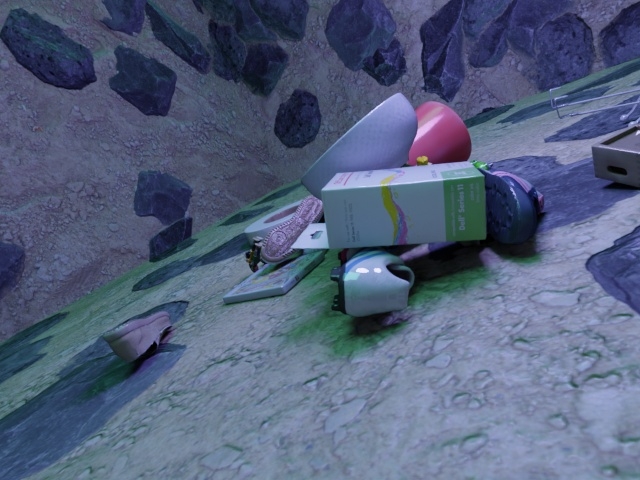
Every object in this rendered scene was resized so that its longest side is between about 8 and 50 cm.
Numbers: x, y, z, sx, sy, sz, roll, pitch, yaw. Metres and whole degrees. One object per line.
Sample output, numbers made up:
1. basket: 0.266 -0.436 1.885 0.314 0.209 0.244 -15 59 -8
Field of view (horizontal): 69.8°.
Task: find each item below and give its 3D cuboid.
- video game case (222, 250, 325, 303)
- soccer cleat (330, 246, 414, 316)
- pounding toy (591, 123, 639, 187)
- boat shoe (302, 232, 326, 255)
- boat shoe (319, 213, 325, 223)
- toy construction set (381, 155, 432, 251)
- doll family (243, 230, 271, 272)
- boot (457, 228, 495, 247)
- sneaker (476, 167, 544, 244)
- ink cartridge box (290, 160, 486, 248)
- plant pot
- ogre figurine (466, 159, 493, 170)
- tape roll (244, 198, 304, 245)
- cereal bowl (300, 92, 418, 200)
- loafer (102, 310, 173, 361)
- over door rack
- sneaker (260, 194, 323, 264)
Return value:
1. video game case: -0.127 0.101 1.259 0.227 0.026 0.206 -14 16 37
2. soccer cleat: 0.101 0.064 0.874 0.143 0.116 0.331 1 14 6
3. pounding toy: 0.615 -0.160 0.891 0.130 0.100 0.141 -26 24 -7
4. boat shoe: 0.000 0.000 1.381 0.063 0.066 0.184 -15 25 29
5. boat shoe: 0.055 -0.107 1.564 0.110 0.121 0.341 -26 12 -8
6. toy construction set: 0.182 -0.074 1.133 0.328 0.151 0.215 -33 40 -1
7. doll family: -0.182 0.041 1.436 0.076 0.111 0.193 22 20 23
8. boot: 0.323 -0.017 0.925 0.118 0.042 0.087 -27 21 -24
9. sneaker: 0.385 -0.075 0.892 0.131 0.112 0.319 9 24 3
10. ink cartridge box: 0.124 -0.072 0.900 0.353 0.119 0.207 -4 16 11
11. plant pot: 0.354 -0.320 1.641 0.243 0.275 0.275 -37 16 -15
12. ogre figurine: 0.381 -0.152 1.229 0.197 0.097 0.118 -23 6 -14
13. tape roll: -0.134 -0.089 1.941 0.392 0.072 0.392 -23 12 5
14. cereal bowl: 0.117 -0.206 1.165 0.339 0.141 0.339 -39 2 1
15. loafer: -0.438 0.238 1.124 0.102 0.092 0.268 -21 -3 4
16. over door rack: 0.786 -0.349 1.217 0.324 0.108 0.239 4 23 20
17. sneaker: -0.087 -0.003 1.395 0.282 0.099 0.153 -51 -8 -34
